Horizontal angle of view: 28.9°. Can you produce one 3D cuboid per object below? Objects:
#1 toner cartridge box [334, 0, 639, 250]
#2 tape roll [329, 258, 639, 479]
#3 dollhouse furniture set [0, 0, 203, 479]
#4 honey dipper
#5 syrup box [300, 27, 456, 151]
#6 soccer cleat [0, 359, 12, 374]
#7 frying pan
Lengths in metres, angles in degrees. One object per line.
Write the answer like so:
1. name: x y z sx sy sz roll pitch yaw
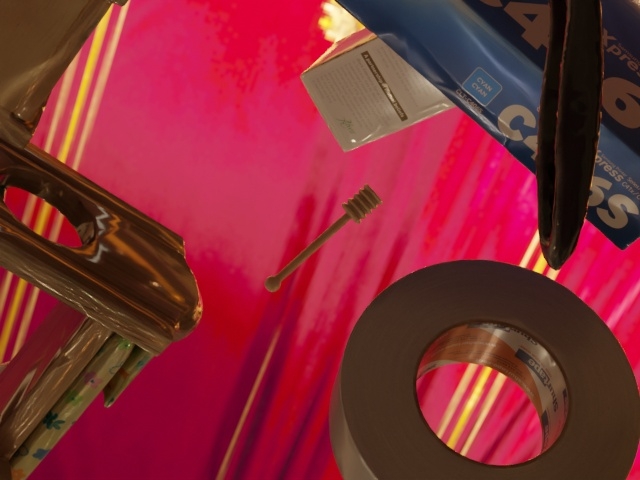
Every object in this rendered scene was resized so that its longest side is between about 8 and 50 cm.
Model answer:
1. toner cartridge box: 0.136 -0.166 0.903 0.348 0.075 0.165 41 -135 -2
2. tape roll: 0.118 0.125 0.908 0.219 0.072 0.219 4 -122 -6
3. dollhouse furniture set: -0.082 0.032 0.317 0.101 0.182 0.161 33 -157 -19
4. honey dipper: 0.000 0.000 1.375 0.030 0.161 0.030 49 178 2
5. syrup box: 0.107 -0.177 1.177 0.096 0.237 0.093 58 -141 -16
6. soccer cleat: -0.436 0.216 1.429 0.143 0.331 0.116 32 -141 -61
7. frying pan: 0.092 -0.163 0.500 0.053 0.326 0.197 13 -174 -6
